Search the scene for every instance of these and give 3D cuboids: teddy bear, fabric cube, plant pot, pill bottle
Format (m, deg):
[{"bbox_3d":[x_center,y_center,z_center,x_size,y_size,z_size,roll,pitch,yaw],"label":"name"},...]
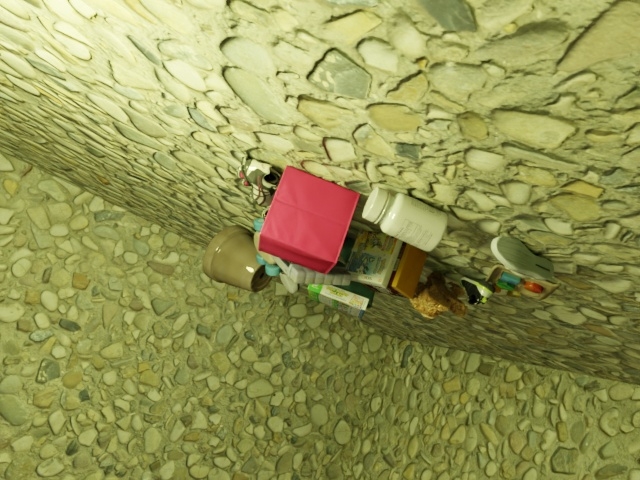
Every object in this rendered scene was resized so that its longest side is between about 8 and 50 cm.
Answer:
[{"bbox_3d":[0.472,0.231,1.978,0.245,0.113,0.338,25,-156,1],"label":"teddy bear"},{"bbox_3d":[-0.045,-0.060,1.651,0.258,0.259,0.254,20,165,-2],"label":"fabric cube"},{"bbox_3d":[0.122,0.132,2.136,0.292,0.235,0.293,20,164,6],"label":"plant pot"},{"bbox_3d":[0.249,-0.068,1.457,0.229,0.131,0.131,24,165,-7],"label":"pill bottle"},{"bbox_3d":[-0.398,0.121,2.540,0.280,0.323,0.323,30,171,28],"label":"plant pot"}]

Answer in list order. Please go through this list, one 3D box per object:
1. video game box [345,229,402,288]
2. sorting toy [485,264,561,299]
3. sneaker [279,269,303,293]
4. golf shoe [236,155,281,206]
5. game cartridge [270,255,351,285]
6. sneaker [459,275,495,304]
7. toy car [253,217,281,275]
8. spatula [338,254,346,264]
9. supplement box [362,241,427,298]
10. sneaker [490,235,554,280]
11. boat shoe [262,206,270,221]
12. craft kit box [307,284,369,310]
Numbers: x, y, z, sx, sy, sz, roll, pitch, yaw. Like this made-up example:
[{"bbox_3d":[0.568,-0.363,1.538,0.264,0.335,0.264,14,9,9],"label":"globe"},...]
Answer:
[{"bbox_3d":[0.197,0.066,1.859,0.187,0.205,0.048,9,160,37],"label":"video game box"},{"bbox_3d":[0.733,0.177,1.822,0.229,0.041,0.307,17,165,16],"label":"sorting toy"},{"bbox_3d":[-0.132,0.070,2.464,0.137,0.210,0.366,23,137,61],"label":"sneaker"},{"bbox_3d":[-0.189,-0.189,1.704,0.120,0.105,0.273,8,162,20],"label":"golf shoe"},{"bbox_3d":[-0.055,0.083,1.908,0.230,0.068,0.355,9,-166,-26],"label":"game cartridge"},{"bbox_3d":[0.598,0.202,1.932,0.084,0.097,0.234,31,176,-4],"label":"sneaker"},{"bbox_3d":[-0.168,0.009,2.263,0.237,0.219,0.210,-15,-147,-25],"label":"toy car"},{"bbox_3d":[0.000,0.000,1.889,0.242,0.019,0.168,37,-164,-38],"label":"spatula"},{"bbox_3d":[0.277,0.104,1.905,0.194,0.191,0.129,7,159,45],"label":"supplement box"},{"bbox_3d":[0.602,0.065,1.507,0.258,0.094,0.091,27,160,-24],"label":"sneaker"},{"bbox_3d":[-0.206,-0.110,2.063,0.070,0.078,0.219,25,157,-16],"label":"boat shoe"},{"bbox_3d":[0.072,0.245,2.041,0.246,0.061,0.250,17,165,5],"label":"craft kit box"}]
